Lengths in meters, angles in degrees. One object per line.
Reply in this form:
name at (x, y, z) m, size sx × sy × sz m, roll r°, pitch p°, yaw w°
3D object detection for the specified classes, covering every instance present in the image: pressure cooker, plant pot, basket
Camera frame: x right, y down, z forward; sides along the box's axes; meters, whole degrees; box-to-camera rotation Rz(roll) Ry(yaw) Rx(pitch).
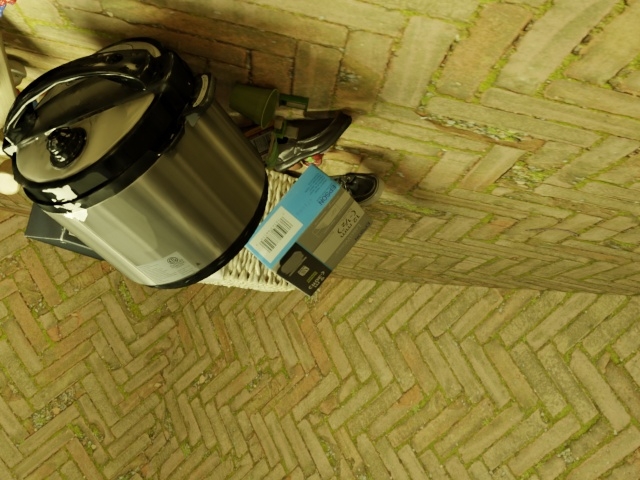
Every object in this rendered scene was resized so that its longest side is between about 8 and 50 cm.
pressure cooker at (-0.332, -0.155, 1.309) m, size 0.375 × 0.370 × 0.420 m, roll 35°, pitch 171°, yaw 45°
plant pot at (-0.134, -0.269, 1.410) m, size 0.079 × 0.083 × 0.083 m, roll 21°, pitch 170°, yaw 7°
basket at (-0.209, -0.030, 2.010) m, size 0.266 × 0.329 × 0.331 m, roll 11°, pitch 171°, yaw -21°

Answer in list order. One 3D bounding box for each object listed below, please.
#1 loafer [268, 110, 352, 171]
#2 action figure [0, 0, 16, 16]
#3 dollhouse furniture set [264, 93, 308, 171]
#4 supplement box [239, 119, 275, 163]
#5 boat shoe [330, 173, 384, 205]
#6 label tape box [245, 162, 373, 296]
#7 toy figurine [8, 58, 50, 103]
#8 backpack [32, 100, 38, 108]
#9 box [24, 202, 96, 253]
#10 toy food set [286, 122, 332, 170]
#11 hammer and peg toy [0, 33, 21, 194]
loafer at (-0.032, -0.214, 1.497) m, size 0.220 × 0.080 × 0.078 m, roll -25°, pitch 108°, yaw 36°
action figure at (-0.540, -0.402, 1.219) m, size 0.038 × 0.030 × 0.115 m, roll 13°, pitch 165°, yaw -41°
dollhouse furniture set at (-0.067, -0.209, 1.431) m, size 0.058 × 0.152 × 0.076 m, roll 12°, pitch 168°, yaw -1°
supplement box at (-0.184, -0.205, 1.624) m, size 0.188 × 0.081 × 0.104 m, roll -2°, pitch -158°, yaw 46°
boat shoe at (0.067, -0.139, 1.872) m, size 0.076 × 0.080 × 0.228 m, roll 17°, pitch 175°, yaw -37°
label tape box at (0.000, 0.000, 1.765) m, size 0.115 × 0.249 × 0.347 m, roll 39°, pitch 179°, yaw 32°
toy figurine at (-0.696, -0.304, 1.579) m, size 0.212 × 0.148 × 0.209 m, roll 5°, pitch 173°, yaw 16°
backpack at (-0.708, -0.292, 1.753) m, size 0.101 × 0.098 × 0.120 m, roll -11°, pitch 178°, yaw -38°
box at (-0.657, -0.107, 2.104) m, size 0.182 × 0.294 × 0.296 m, roll 3°, pitch 166°, yaw 33°
toy food set at (-0.040, -0.200, 1.656) m, size 0.128 × 0.071 × 0.218 m, roll 11°, pitch 169°, yaw -5°
hammer and peg toy at (-0.707, -0.230, 1.385) m, size 0.265 × 0.127 × 0.362 m, roll -4°, pitch 127°, yaw -6°
